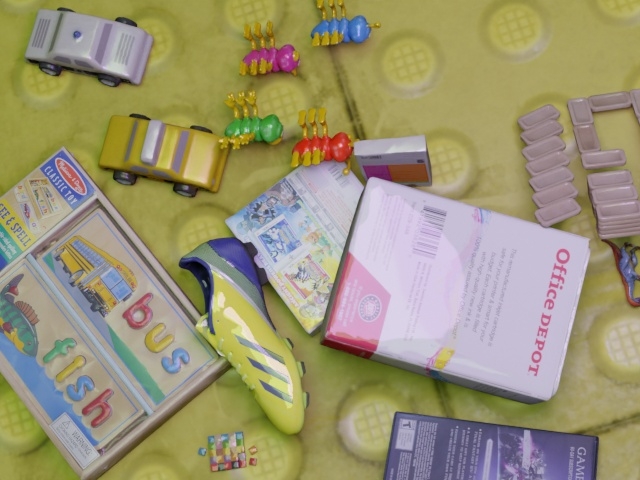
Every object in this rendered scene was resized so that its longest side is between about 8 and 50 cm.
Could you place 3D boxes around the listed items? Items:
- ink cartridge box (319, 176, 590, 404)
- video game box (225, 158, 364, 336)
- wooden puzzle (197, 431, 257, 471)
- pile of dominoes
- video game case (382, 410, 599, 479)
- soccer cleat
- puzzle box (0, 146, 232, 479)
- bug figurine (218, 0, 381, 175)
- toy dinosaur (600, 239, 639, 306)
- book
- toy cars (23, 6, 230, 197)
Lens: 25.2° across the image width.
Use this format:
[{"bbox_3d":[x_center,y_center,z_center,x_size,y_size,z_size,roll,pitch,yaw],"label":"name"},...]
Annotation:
[{"bbox_3d":[0.173,0.071,1.886,0.306,0.131,0.226,17,79,-3],"label":"ink cartridge box"},{"bbox_3d":[0.000,0.000,1.998,0.187,0.048,0.205,-36,74,-5],"label":"video game box"},{"bbox_3d":[-0.128,0.290,1.967,0.083,0.006,0.049,-9,76,6],"label":"wooden puzzle"},{"bbox_3d":[0.373,-0.103,1.932,0.196,0.040,0.251,-7,44,4],"label":"pile of dominoes"},{"bbox_3d":[0.218,0.328,1.863,0.274,0.026,0.196,7,54,8],"label":"video game case"},{"bbox_3d":[-0.107,0.135,1.934,0.121,0.093,0.289,-16,77,-28],"label":"soccer cleat"},{"bbox_3d":[-0.342,0.101,2.020,0.272,0.052,0.409,-40,75,-3],"label":"puzzle box"},{"bbox_3d":[-0.029,-0.212,2.021,0.216,0.072,0.279,0,66,22],"label":"bug figurine"},{"bbox_3d":[0.421,0.046,1.944,0.090,0.047,0.082,12,87,44],"label":"toy dinosaur"},{"bbox_3d":[0.101,-0.107,1.959,0.096,0.144,0.035,-4,76,7],"label":"book"},{"bbox_3d":[-0.290,-0.212,2.069,0.176,0.087,0.394,-36,74,-2],"label":"toy cars"}]
